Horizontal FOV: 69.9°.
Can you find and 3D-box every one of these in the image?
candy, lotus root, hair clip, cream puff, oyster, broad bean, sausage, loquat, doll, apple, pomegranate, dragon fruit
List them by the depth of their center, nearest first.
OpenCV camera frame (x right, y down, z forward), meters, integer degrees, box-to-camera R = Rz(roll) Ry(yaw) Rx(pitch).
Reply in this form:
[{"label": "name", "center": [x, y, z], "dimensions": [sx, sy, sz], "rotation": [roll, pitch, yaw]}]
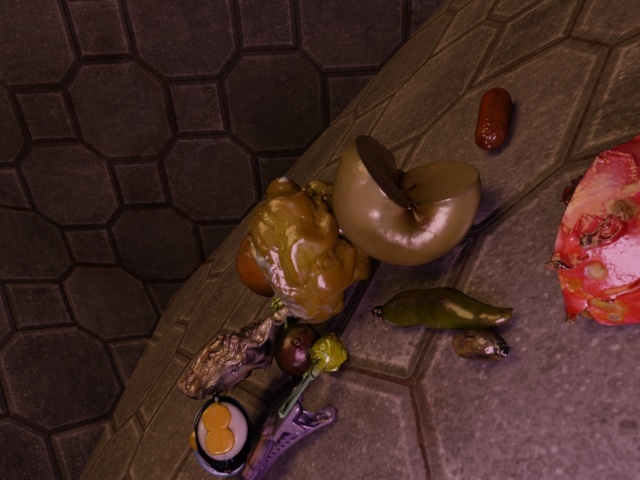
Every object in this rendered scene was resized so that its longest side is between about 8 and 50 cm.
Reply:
[{"label": "dragon fruit", "center": [0.378, -0.020, 0.528], "dimensions": [0.274, 0.161, 0.126], "rotation": [-50, 16, -1]}, {"label": "lotus root", "center": [0.242, 0.157, 0.687], "dimensions": [0.099, 0.054, 0.049], "rotation": [-14, 62, 63]}, {"label": "broad bean", "center": [0.198, 0.124, 0.836], "dimensions": [0.339, 0.061, 0.077], "rotation": [-17, 46, 61]}, {"label": "candy", "center": [-0.019, 0.276, 0.934], "dimensions": [0.077, 0.073, 0.262], "rotation": [-25, 6, 29]}, {"label": "hair clip", "center": [-0.090, 0.406, 0.950], "dimensions": [0.278, 0.090, 0.137], "rotation": [-45, 11, 17]}, {"label": "apple", "center": [0.166, -0.076, 0.966], "dimensions": [0.257, 0.295, 0.233], "rotation": [-99, 21, -66]}, {"label": "doll", "center": [-0.221, 0.433, 1.023], "dimensions": [0.314, 0.141, 0.177], "rotation": [106, 151, -62]}, {"label": "sausage", "center": [0.412, -0.289, 1.089], "dimensions": [0.076, 0.076, 0.197], "rotation": [-30, 30, 48]}, {"label": "pomegranate", "center": [-0.047, 0.262, 1.089], "dimensions": [0.130, 0.130, 0.130], "rotation": [-44, 20, 21]}, {"label": "oyster", "center": [-0.204, 0.281, 1.127], "dimensions": [0.351, 0.114, 0.238], "rotation": [-36, -18, 3]}, {"label": "cream puff", "center": [0.000, 0.000, 1.136], "dimensions": [0.276, 0.378, 0.378], "rotation": [-23, 25, 9]}, {"label": "candy", "center": [-0.092, 0.258, 1.273], "dimensions": [0.093, 0.092, 0.335], "rotation": [-40, 30, 16]}, {"label": "loquat", "center": [-0.142, 0.061, 1.477], "dimensions": [0.263, 0.263, 0.263], "rotation": [-44, 20, 21]}]
